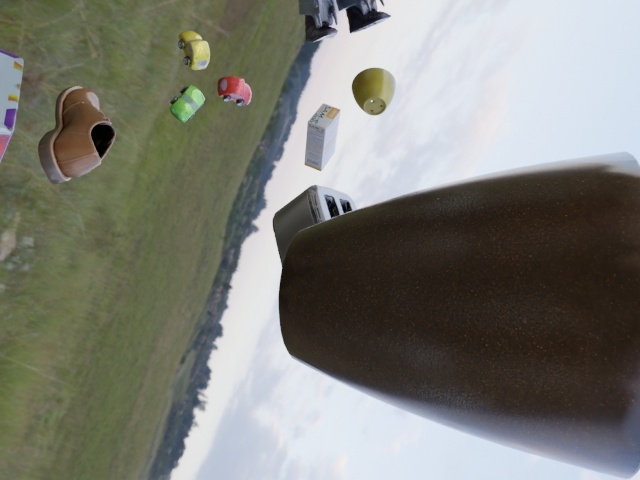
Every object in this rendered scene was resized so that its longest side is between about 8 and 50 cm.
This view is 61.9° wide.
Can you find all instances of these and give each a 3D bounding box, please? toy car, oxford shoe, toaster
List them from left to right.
[{"bbox_3d":[-0.306,-0.146,0.707,0.212,0.076,0.076,-109,-174,-48],"label":"oxford shoe"},{"bbox_3d":[-0.290,-0.384,1.326,0.053,0.239,0.225,-14,-139,49],"label":"toy car"},{"bbox_3d":[0.000,0.000,1.051,0.146,0.129,0.226,-41,-130,38],"label":"toaster"}]

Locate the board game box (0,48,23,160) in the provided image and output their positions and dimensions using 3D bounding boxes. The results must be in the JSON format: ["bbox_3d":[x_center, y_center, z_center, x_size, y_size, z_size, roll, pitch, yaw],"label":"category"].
[{"bbox_3d":[-0.378,-0.042,0.458,0.275,0.142,0.144,-52,-140,24],"label":"board game box"}]

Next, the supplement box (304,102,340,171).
[{"bbox_3d":[0.002,-0.179,0.930,0.062,0.036,0.098,-57,164,-37],"label":"supplement box"}]

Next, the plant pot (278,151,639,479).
[{"bbox_3d":[0.094,0.045,0.402,0.215,0.231,0.215,2,90,-72],"label":"plant pot"}]

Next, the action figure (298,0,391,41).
[{"bbox_3d":[0.003,-0.428,0.727,0.099,0.185,0.284,-150,-139,-70],"label":"action figure"}]

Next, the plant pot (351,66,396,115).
[{"bbox_3d":[0.158,-0.425,1.573,0.134,0.134,0.095,126,-25,-47],"label":"plant pot"}]
